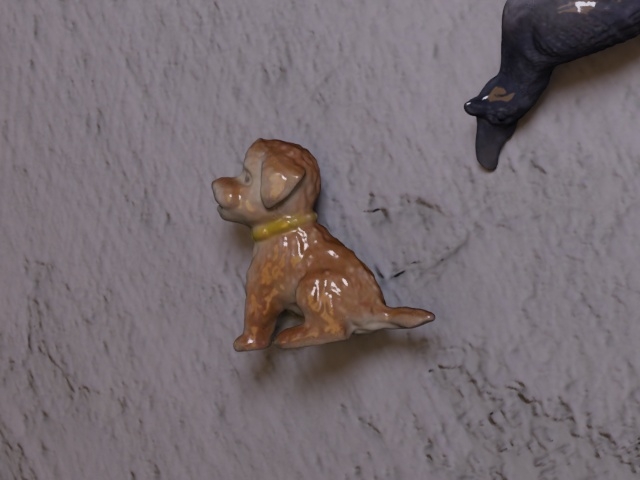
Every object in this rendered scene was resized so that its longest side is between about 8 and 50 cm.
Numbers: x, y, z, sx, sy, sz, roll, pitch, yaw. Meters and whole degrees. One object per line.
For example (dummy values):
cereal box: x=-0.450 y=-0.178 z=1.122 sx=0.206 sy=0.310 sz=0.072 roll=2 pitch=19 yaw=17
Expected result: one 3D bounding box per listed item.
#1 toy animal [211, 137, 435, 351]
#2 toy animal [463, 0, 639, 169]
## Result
toy animal: x=0.004 y=-0.004 z=1.128 sx=0.184 sy=0.104 sz=0.185 roll=-9 pitch=85 yaw=28
toy animal: x=0.215 y=-0.207 z=0.977 sx=0.367 sy=0.081 sz=0.206 roll=-32 pitch=125 yaw=26
